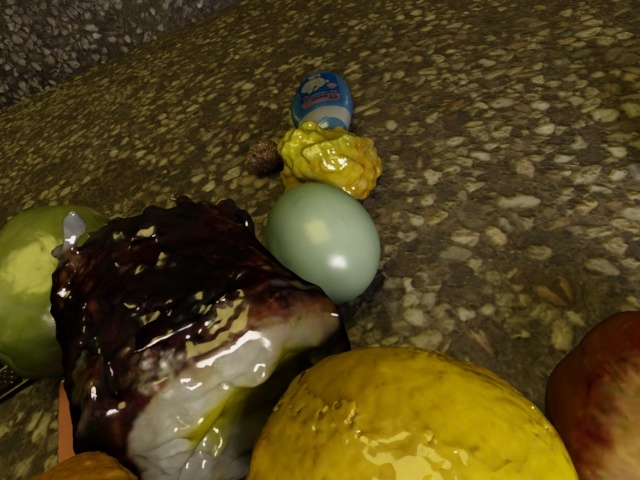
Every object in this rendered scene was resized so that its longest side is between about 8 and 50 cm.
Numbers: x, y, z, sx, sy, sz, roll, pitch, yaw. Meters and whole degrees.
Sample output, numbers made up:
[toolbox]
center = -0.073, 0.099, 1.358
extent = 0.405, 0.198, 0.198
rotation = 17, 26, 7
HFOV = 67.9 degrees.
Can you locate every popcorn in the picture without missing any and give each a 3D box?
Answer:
[popcorn]
center = 0.016, -0.136, 0.885
extent = 0.198, 0.155, 0.197
rotation = 4, 28, -2

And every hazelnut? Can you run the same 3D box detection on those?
[hazelnut]
center = 0.308, 0.142, 0.429
extent = 0.210, 0.186, 0.210
rotation = -20, 51, 27

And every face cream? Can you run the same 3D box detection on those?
[face cream]
center = 0.003, -0.304, 1.116
extent = 0.149, 0.083, 0.263
rotation = -19, 42, 12

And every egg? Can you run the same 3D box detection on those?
[egg]
center = 0.000, 0.000, 0.735
extent = 0.168, 0.168, 0.231
rotation = -27, 40, -3

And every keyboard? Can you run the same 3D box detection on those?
[keyboard]
center = -0.610, 0.183, 0.947
extent = 0.106, 0.027, 0.317
rotation = -34, 41, -9

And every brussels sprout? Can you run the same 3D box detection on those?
[brussels sprout]
center = -0.436, 0.075, 0.807
extent = 0.317, 0.243, 0.273
rotation = 19, 88, 67

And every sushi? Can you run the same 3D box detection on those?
[sushi]
center = -0.155, 0.119, 0.583
extent = 0.300, 0.281, 0.294
rotation = -15, 42, -30

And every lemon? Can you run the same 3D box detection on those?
[lemon]
center = 0.069, 0.219, 0.416
extent = 0.311, 0.253, 0.253
rotation = 6, 50, 35

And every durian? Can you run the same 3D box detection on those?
[durian]
center = -0.125, -0.188, 1.058
extent = 0.080, 0.080, 0.091
rotation = -4, 2, 22

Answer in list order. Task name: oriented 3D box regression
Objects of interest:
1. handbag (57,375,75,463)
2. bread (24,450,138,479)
[handbag]
center = -0.299, 0.256, 0.696
extent = 0.157, 0.059, 0.212
rotation = -30, 43, -5
[bread]
center = -0.150, 0.332, 0.344
extent = 0.204, 0.358, 0.337
rotation = -28, 45, -29
